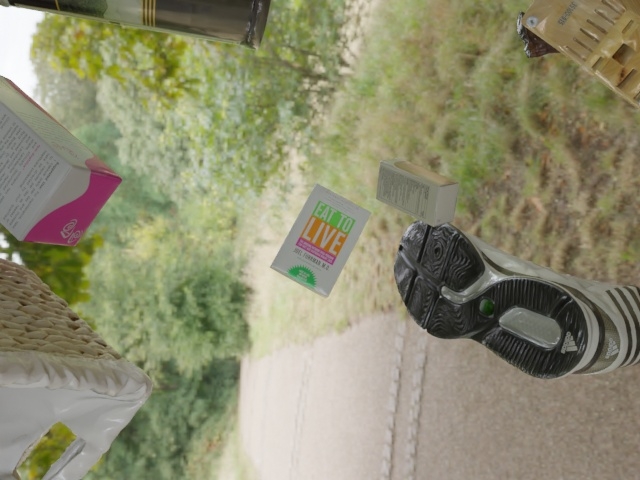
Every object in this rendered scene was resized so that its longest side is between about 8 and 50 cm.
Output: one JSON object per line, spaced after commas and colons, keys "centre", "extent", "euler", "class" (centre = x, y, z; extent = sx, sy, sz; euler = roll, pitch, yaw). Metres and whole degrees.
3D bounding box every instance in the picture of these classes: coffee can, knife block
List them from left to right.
{"centre": [-0.187, -0.325, 0.822], "extent": [0.201, 0.275, 0.202], "euler": [-173, 90, -80], "class": "coffee can"}
{"centre": [0.357, -0.304, 0.952], "extent": [0.242, 0.275, 0.088], "euler": [-46, -8, -41], "class": "knife block"}

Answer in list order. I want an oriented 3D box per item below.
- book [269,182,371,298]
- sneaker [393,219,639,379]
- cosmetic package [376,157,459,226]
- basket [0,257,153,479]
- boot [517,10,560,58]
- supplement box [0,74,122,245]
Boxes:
{"centre": [0.000, 0.000, 1.152], "extent": [0.144, 0.096, 0.035], "euler": [-63, 6, -15], "class": "book"}
{"centre": [0.317, 0.098, 1.219], "extent": [0.447, 0.257, 0.169], "euler": [34, 110, 56], "class": "sneaker"}
{"centre": [0.130, -0.067, 1.054], "extent": [0.115, 0.041, 0.060], "euler": [32, 125, 43], "class": "cosmetic package"}
{"centre": [-0.430, 0.187, 0.843], "extent": [0.266, 0.331, 0.328], "euler": [41, 93, 24], "class": "basket"}
{"centre": [0.465, -0.425, 1.584], "extent": [0.037, 0.114, 0.107], "euler": [124, 135, -79], "class": "boot"}
{"centre": [-0.368, -0.104, 0.937], "extent": [0.114, 0.220, 0.111], "euler": [-53, -16, 7], "class": "supplement box"}
